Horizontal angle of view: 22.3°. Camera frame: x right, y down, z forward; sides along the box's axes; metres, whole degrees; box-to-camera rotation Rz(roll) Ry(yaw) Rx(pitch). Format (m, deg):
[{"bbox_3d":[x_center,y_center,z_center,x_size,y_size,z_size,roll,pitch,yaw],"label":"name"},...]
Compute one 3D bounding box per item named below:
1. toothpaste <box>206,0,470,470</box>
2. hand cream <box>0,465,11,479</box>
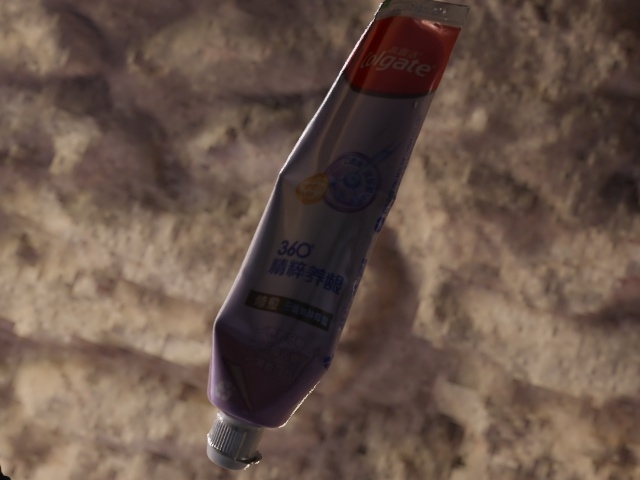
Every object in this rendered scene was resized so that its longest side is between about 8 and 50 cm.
[{"bbox_3d":[0.000,0.000,0.921,0.075,0.301,0.048,13,21,-25],"label":"toothpaste"},{"bbox_3d":[-0.194,0.073,0.322,0.271,0.120,0.061,-21,-25,-2],"label":"hand cream"}]
